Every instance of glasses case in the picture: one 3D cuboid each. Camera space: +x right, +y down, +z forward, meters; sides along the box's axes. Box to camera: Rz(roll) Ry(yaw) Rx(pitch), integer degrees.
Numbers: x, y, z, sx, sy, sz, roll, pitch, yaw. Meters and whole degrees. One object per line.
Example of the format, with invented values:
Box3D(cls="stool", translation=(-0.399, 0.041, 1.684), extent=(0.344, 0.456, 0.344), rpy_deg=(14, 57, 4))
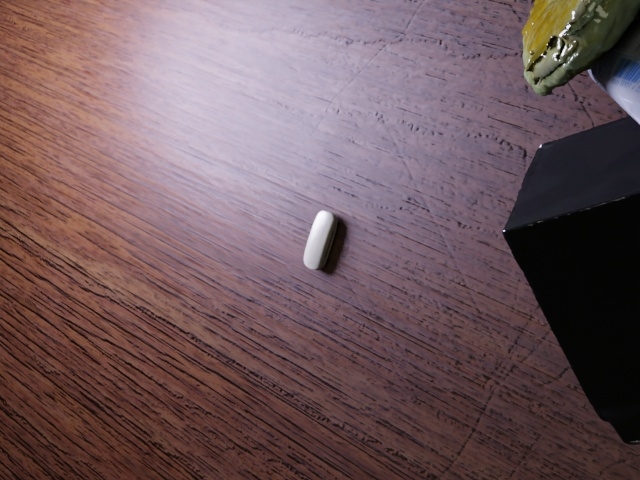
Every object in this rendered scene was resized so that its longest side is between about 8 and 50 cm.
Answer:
Box3D(cls="glasses case", translation=(0.000, 0.000, 1.163), extent=(0.032, 0.021, 0.083), rpy_deg=(24, 103, 34))

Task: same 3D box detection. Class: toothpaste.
Box3D(cls="toothpaste", translation=(0.299, -0.163, 0.783), extent=(0.073, 0.299, 0.114), rpy_deg=(30, 106, 1))

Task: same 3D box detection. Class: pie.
Box3D(cls="pie", translation=(0.277, -0.270, 0.821), extent=(0.071, 0.306, 0.306), rpy_deg=(23, 105, -1))

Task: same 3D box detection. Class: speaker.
Box3D(cls="speaker", translation=(0.333, 0.019, 0.763), extent=(0.232, 0.184, 0.253), rpy_deg=(-18, 112, 36))
